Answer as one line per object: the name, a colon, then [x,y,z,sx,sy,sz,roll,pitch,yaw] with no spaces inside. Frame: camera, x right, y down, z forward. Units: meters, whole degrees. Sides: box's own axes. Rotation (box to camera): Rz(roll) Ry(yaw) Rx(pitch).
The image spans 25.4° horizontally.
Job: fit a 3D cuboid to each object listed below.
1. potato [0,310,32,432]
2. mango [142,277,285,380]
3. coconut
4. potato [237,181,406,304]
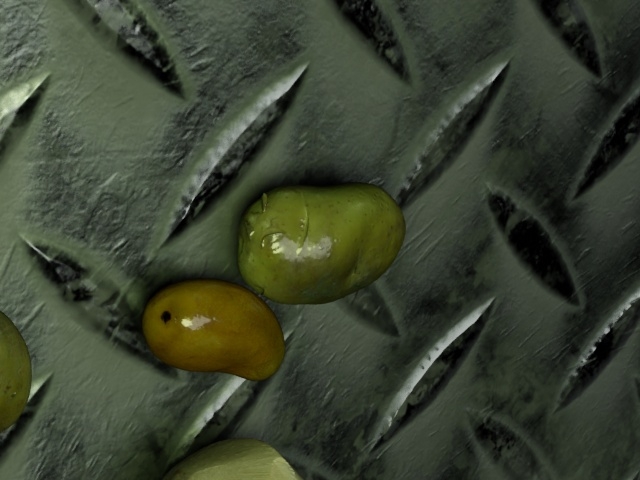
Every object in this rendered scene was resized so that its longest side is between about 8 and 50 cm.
potato: [-0.431,0.140,1.544,0.235,0.160,0.177,24,65,-28]
mango: [-0.126,0.115,1.773,0.136,0.099,0.227,-42,138,18]
coconut: [-0.112,0.374,1.783,0.237,0.237,0.266,-46,125,-15]
potato: [0.000,0.000,1.810,0.248,0.143,0.169,-12,149,-37]
